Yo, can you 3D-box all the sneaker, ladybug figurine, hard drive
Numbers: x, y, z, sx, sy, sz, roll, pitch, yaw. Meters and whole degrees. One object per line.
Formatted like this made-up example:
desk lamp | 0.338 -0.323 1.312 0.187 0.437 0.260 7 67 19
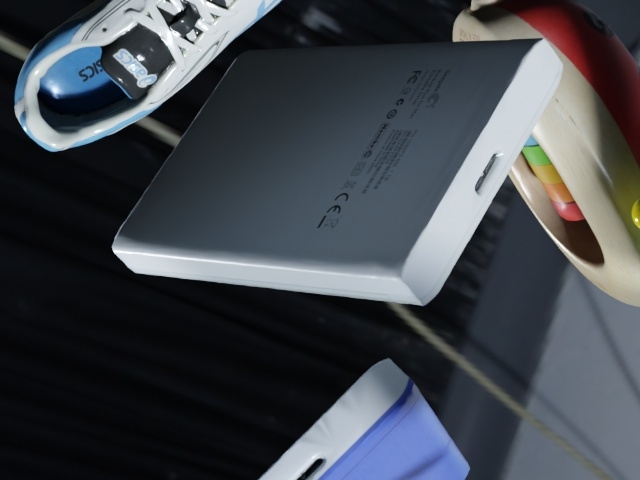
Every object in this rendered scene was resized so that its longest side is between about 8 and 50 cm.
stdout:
sneaker | -0.089 -0.134 1.060 0.237 0.085 0.086 -37 29 17
ladybug figurine | 0.316 -0.125 2.082 0.162 0.449 0.305 -37 27 -7
hard drive | 0.004 -0.055 1.229 0.307 0.040 0.203 4 55 48
hard drive | 0.020 0.221 1.444 0.210 0.318 0.040 -45 68 -4

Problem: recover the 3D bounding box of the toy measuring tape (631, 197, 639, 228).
toy measuring tape | 0.503 -0.003 1.907 0.121 0.330 0.121 -164 90 -86
